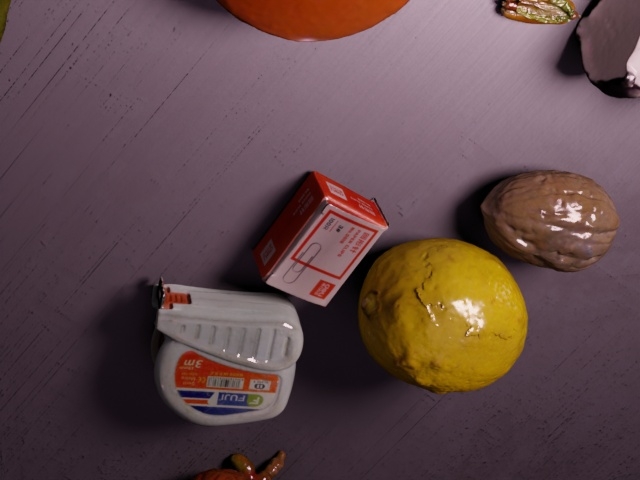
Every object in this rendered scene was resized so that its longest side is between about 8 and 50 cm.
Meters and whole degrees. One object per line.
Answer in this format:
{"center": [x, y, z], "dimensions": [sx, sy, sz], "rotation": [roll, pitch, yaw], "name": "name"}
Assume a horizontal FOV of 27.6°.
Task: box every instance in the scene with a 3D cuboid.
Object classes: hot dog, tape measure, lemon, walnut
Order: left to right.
{"center": [-0.161, 0.178, 2.114], "dimensions": [0.243, 0.125, 0.246], "rotation": [6, 119, -13], "name": "tape measure"}
{"center": [0.200, 0.120, 2.107], "dimensions": [0.284, 0.260, 0.261], "rotation": [22, 117, -7], "name": "lemon"}
{"center": [0.331, -0.347, 1.952], "dimensions": [0.133, 0.041, 0.056], "rotation": [4, 122, -20], "name": "hot dog"}
{"center": [0.367, -0.036, 2.107], "dimensions": [0.230, 0.178, 0.178], "rotation": [10, 121, -12], "name": "walnut"}

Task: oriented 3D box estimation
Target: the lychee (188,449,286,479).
{"center": [-0.138, 0.503, 2.284], "dimensions": [0.255, 0.255, 0.300], "rotation": [27, 79, -31], "name": "lychee"}

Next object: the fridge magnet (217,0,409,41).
{"center": [-0.002, -0.435, 1.710], "dimensions": [0.363, 0.155, 0.364], "rotation": [-7, 123, -11], "name": "fridge magnet"}

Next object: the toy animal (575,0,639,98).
{"center": [0.527, -0.289, 1.976], "dimensions": [0.235, 0.165, 0.187], "rotation": [13, 102, -22], "name": "toy animal"}

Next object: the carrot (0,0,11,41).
{"center": [-0.428, -0.358, 1.693], "dimensions": [0.074, 0.074, 0.359], "rotation": [10, 117, -23], "name": "carrot"}

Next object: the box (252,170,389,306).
{"center": [0.000, 0.000, 2.053], "dimensions": [0.133, 0.099, 0.182], "rotation": [26, 113, -32], "name": "box"}
